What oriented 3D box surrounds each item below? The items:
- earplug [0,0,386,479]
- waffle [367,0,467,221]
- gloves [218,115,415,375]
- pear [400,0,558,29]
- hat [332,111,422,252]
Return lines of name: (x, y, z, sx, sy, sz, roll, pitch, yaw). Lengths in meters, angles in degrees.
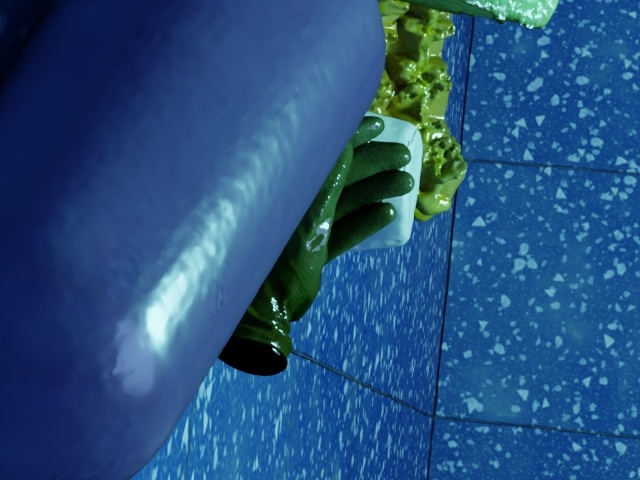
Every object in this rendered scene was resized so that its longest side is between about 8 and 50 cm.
earplug: (-0.114, -0.025, 1.114, 0.456, 0.215, 0.215, -65, 158, -53)
waffle: (0.073, -0.183, 2.074, 0.261, 0.151, 0.324, -157, -107, -71)
gloves: (-0.014, -0.003, 1.749, 0.268, 0.107, 0.135, -55, 166, -20)
pear: (0.097, -0.335, 1.725, 0.159, 0.292, 0.292, 34, -50, 51)
hat: (0.031, -0.059, 1.886, 0.203, 0.126, 0.203, 6, 90, -80)
